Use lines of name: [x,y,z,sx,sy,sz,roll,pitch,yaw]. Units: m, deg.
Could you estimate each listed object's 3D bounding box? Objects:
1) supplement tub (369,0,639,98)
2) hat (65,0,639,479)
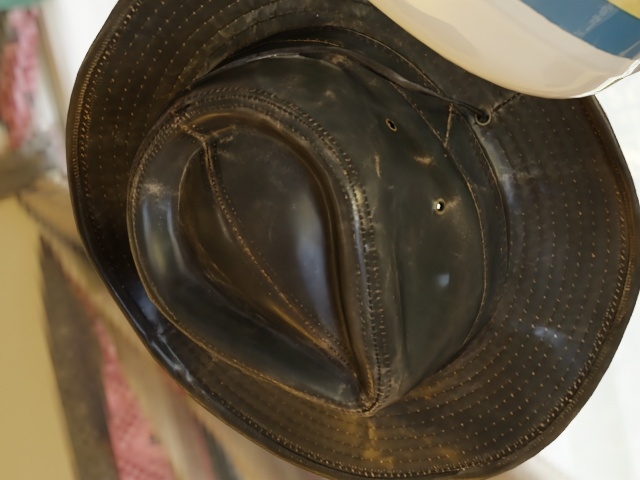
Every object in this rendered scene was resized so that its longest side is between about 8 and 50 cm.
supplement tub: [0.077,-0.139,0.368,0.199,0.144,0.144,-41,169,24]
hat: [0.000,0.000,0.970,0.331,0.331,0.134,-13,-166,20]
